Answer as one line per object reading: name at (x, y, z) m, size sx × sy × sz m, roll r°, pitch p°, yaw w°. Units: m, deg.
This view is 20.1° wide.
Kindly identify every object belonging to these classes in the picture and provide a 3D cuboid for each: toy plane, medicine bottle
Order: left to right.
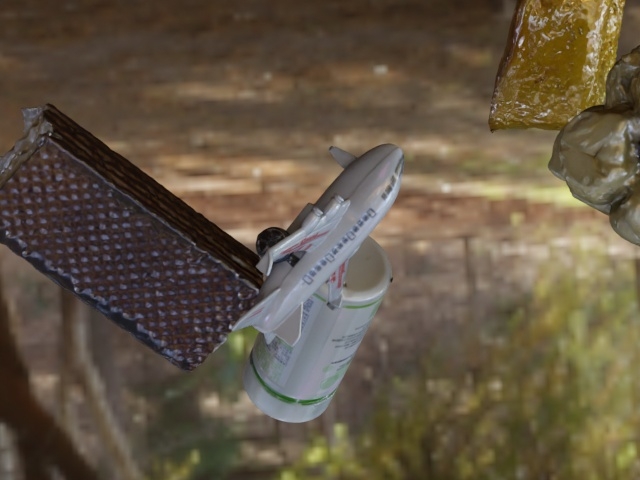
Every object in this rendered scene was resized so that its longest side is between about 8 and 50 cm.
medicine bottle at (-0.005, 0.073, 1.567) m, size 0.086 × 0.086 × 0.183 m, roll -3°, pitch 143°, yaw -23°
toy plane at (0.000, 0.000, 1.286) m, size 0.065 × 0.171 × 0.162 m, roll 30°, pitch 180°, yaw 21°

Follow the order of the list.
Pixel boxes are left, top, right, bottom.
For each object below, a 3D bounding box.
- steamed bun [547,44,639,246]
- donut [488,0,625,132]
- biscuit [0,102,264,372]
steamed bun at (0.311, -0.069, 1.599) m, size 0.177 × 0.192 × 0.106 m, roll -43°, pitch -164°, yaw 23°
donut at (0.250, -0.236, 1.844) m, size 0.108 × 0.277 × 0.277 m, roll 11°, pitch -179°, yaw 12°
biscuit at (-0.168, -0.003, 1.489) m, size 0.252 × 0.106 × 0.070 m, roll 38°, pitch -161°, yaw -20°
